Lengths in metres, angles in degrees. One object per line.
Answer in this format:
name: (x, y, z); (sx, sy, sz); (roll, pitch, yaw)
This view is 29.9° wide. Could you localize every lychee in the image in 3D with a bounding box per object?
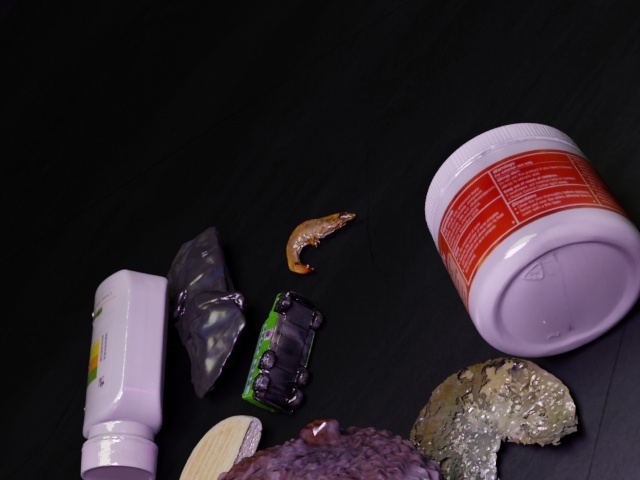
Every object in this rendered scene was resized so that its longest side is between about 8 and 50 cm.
lychee: (0.015, 0.326, 1.247); (0.300, 0.300, 0.300); (-25, 46, 30)

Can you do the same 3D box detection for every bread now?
bread: (-0.145, 0.321, 1.598); (0.112, 0.036, 0.193); (4, 68, 51)

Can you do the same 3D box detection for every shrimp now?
shrimp: (0.000, 0.000, 1.705); (0.127, 0.025, 0.091); (-29, 44, 33)

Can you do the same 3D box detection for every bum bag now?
bum bag: (-0.171, 0.093, 1.767); (0.137, 0.074, 0.310); (-50, 37, 19)

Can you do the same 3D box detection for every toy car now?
toy car: (-0.052, 0.151, 1.610); (0.062, 0.071, 0.165); (-22, 47, 51)

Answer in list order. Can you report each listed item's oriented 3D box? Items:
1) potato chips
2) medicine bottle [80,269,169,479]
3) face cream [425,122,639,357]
potato chips: (0.188, 0.220, 1.351); (0.220, 0.029, 0.202); (-34, 40, 24)
medicine bottle: (-0.284, 0.202, 1.741); (0.161, 0.111, 0.296); (136, 139, -53)
face cream: (0.237, 0.001, 1.331); (0.201, 0.201, 0.187); (-39, 40, 16)
